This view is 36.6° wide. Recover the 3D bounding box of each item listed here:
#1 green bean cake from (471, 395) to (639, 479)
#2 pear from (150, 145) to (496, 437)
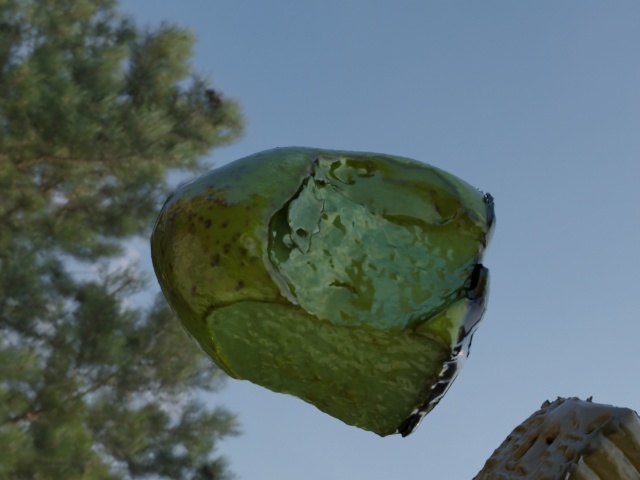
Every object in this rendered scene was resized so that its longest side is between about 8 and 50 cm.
[{"bbox_3d":[0.288,0.296,1.158,0.131,0.229,0.224,47,-14,-5],"label":"green bean cake"},{"bbox_3d":[0.000,0.000,0.799,0.255,0.238,0.164,22,-44,-5],"label":"pear"}]
